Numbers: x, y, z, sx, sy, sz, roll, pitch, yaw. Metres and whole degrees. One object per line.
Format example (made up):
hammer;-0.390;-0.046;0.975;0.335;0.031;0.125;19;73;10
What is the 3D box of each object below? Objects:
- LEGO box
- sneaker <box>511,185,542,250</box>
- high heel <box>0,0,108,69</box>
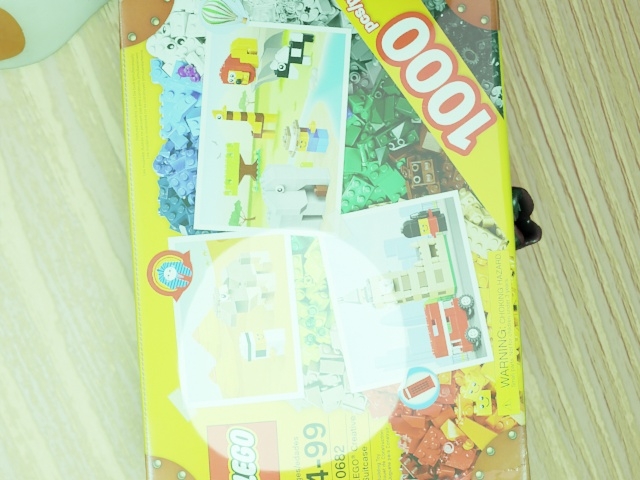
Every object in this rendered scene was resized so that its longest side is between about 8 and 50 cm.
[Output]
LEGO box;0.000;0.000;0.706;0.372;0.193;0.500;-4;89;-3
sneaker;0.180;-0.069;0.856;0.281;0.162;0.106;27;78;-20
high heel;-0.311;-0.309;0.718;0.377;0.127;0.181;-20;66;-18
